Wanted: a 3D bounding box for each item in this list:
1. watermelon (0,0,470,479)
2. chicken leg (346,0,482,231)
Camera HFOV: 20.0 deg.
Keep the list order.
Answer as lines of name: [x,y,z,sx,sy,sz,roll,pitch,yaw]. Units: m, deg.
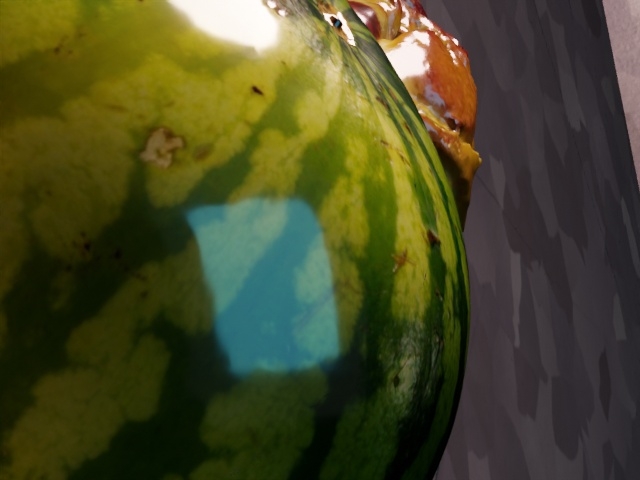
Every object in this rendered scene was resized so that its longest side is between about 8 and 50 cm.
watermelon: [-0.094,0.016,0.579,0.285,0.285,0.285,-11,90,-70]
chicken leg: [0.007,-0.014,0.882,0.361,0.140,0.211,-78,159,-54]
